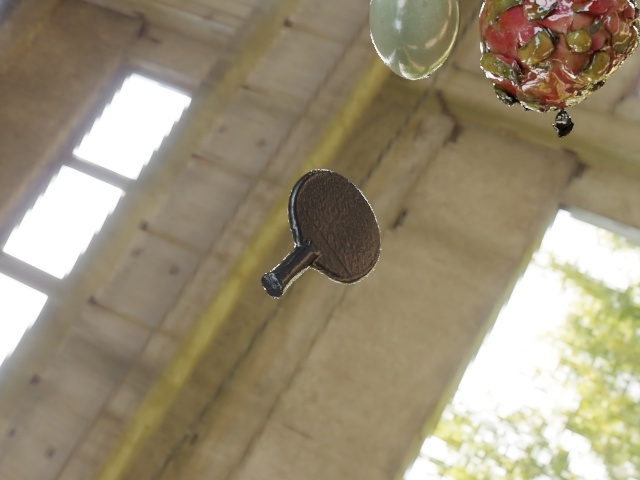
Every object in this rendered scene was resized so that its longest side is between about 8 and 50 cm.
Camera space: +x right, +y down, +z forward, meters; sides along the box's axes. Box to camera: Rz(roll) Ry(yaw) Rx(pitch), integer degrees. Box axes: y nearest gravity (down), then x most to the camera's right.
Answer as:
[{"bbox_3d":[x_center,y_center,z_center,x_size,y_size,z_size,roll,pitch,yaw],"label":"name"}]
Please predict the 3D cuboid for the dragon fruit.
[{"bbox_3d":[0.378,-0.329,2.209,0.250,0.291,0.269,26,-89,-16],"label":"dragon fruit"}]

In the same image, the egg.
[{"bbox_3d":[0.118,-0.275,1.733,0.114,0.114,0.152,-31,-54,-48],"label":"egg"}]

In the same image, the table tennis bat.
[{"bbox_3d":[0.000,0.000,1.705,0.150,0.027,0.236,55,-138,-8],"label":"table tennis bat"}]
